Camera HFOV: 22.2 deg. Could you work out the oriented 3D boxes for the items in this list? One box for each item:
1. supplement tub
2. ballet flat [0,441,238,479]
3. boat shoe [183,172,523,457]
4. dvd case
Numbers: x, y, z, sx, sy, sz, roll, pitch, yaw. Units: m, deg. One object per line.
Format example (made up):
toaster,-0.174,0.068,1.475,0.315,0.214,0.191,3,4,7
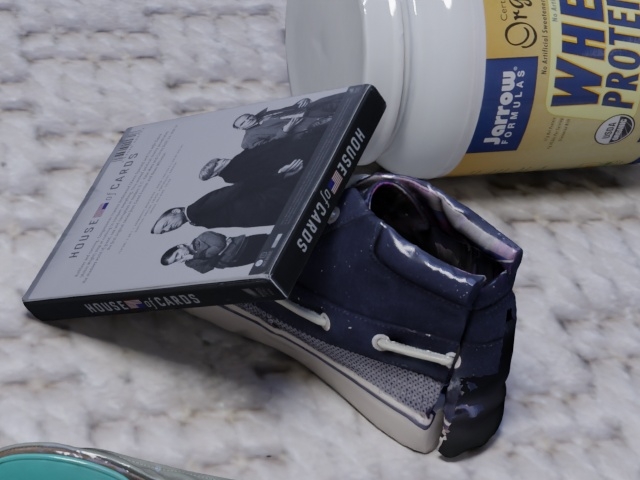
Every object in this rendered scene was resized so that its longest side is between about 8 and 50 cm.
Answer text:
supplement tub,0.148,-0.169,1.372,0.316,0.228,0.228,-5,38,-20
ballet flat,-0.102,0.168,0.998,0.213,0.072,0.068,13,8,3
boat shoe,0.000,0.000,1.160,0.340,0.158,0.127,30,40,25
dvd case,-0.084,-0.025,1.136,0.238,0.029,0.179,-7,44,40
